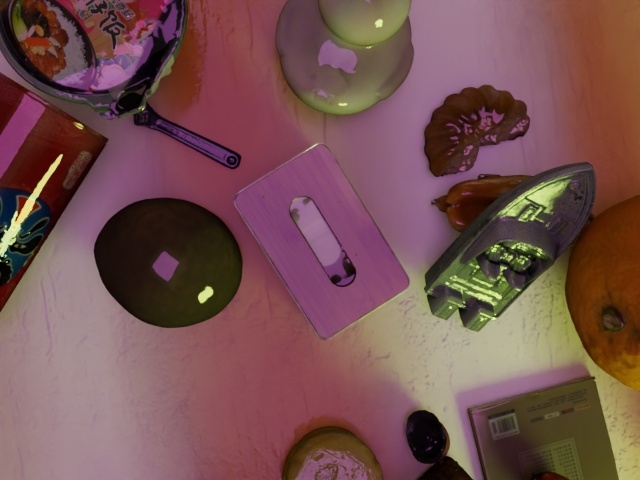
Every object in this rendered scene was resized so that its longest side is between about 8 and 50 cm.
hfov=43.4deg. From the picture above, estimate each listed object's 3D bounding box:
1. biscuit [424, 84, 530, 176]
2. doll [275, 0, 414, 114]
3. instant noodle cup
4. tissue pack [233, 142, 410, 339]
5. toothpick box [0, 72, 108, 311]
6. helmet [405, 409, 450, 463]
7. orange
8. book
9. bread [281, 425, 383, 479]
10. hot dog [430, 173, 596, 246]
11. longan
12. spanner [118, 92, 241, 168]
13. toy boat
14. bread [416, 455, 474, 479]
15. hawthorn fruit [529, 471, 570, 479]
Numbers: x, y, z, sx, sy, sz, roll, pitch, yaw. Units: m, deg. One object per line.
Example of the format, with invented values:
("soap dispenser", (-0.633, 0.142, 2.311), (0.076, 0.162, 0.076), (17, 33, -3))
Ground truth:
("biscuit", (0.236, -0.179, 1.254), (0.183, 0.061, 0.118), (-32, 92, -3))
("doll", (0.047, -0.308, 1.163), (0.221, 0.221, 0.251), (26, 89, -5))
("instant noodle cup", (-0.312, -0.310, 1.145), (0.258, 0.181, 0.302), (-10, 91, -4))
("tissue pack", (-0.001, 0.001, 1.199), (0.159, 0.136, 0.246), (-33, 93, -3))
("toothpick box", (-0.472, -0.056, 1.126), (0.204, 0.204, 0.333), (31, 88, -4))
("helmet", (0.174, 0.308, 1.260), (0.065, 0.049, 0.084), (-26, 63, 27))
("orange", (0.508, 0.075, 1.157), (0.312, 0.312, 0.312), (0, 91, -5))
("book", (0.374, 0.393, 1.292), (0.217, 0.021, 0.310), (-14, 92, -5))
("bread", (0.018, 0.351, 1.232), (0.156, 0.086, 0.125), (-9, 82, -8))
("hot dog", (0.308, -0.048, 1.257), (0.269, 0.072, 0.109), (6, 88, -6))
("longan", (-0.217, 0.029, 1.158), (0.212, 0.198, 0.198), (35, 88, -3))
("spanner", (-0.217, -0.168, 1.240), (0.208, 0.012, 0.046), (27, 88, -5))
("toy boat", (0.285, 0.005, 1.173), (0.141, 0.092, 0.319), (22, 125, -23))
("bread", (0.091, 0.511, 1.200), (0.416, 0.165, 0.113), (-44, 88, -2))
("hawthorn fruit", (0.360, 0.396, 1.247), (0.077, 0.077, 0.077), (0, 91, -5))
